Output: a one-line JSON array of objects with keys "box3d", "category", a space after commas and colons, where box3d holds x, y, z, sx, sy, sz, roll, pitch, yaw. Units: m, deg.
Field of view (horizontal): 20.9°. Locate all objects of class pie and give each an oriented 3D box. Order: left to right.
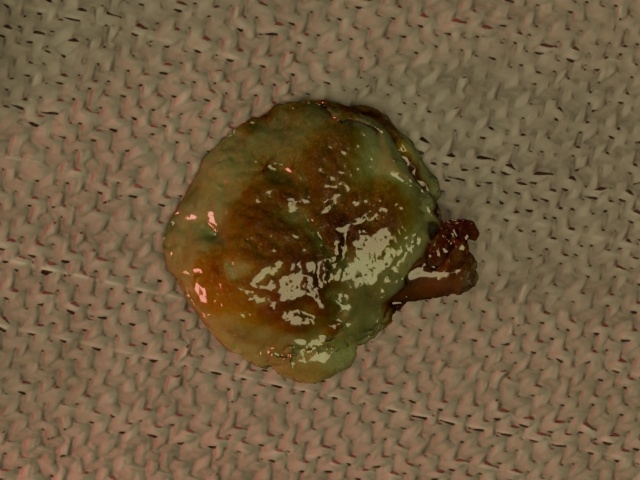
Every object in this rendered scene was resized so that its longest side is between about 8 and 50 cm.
[{"box3d": [-0.007, -0.006, 1.693, 0.274, 0.105, 0.257, -33, 90, -2], "category": "pie"}]
